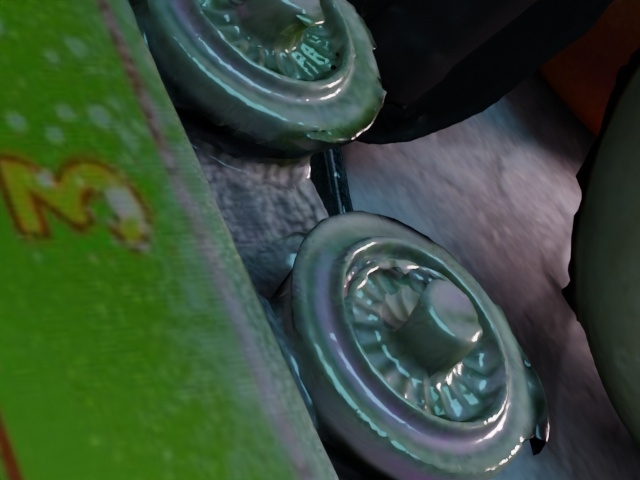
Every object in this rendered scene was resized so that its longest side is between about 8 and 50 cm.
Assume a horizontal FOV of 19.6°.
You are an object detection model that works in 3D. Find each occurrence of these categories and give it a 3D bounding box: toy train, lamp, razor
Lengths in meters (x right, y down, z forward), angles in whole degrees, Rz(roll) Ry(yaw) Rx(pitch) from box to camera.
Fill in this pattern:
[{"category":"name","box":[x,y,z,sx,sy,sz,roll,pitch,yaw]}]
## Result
[{"category":"toy train","box":[-0.081,0.019,0.601,0.249,0.173,0.307,1,56,-44]},{"category":"lamp","box":[0.024,-0.196,0.906,0.272,0.205,0.374,51,3,5]},{"category":"razor","box":[0.004,-0.003,0.873,0.066,0.033,0.190,23,40,-40]}]

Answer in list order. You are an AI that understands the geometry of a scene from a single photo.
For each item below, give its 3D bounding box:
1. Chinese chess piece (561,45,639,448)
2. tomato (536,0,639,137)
[{"category":"Chinese chess piece","box":[0.302,0.002,0.987,0.349,0.349,0.146,33,-1,-30]},{"category":"tomato","box":[0.278,-0.207,1.205,0.341,0.341,0.273,60,14,14]}]
